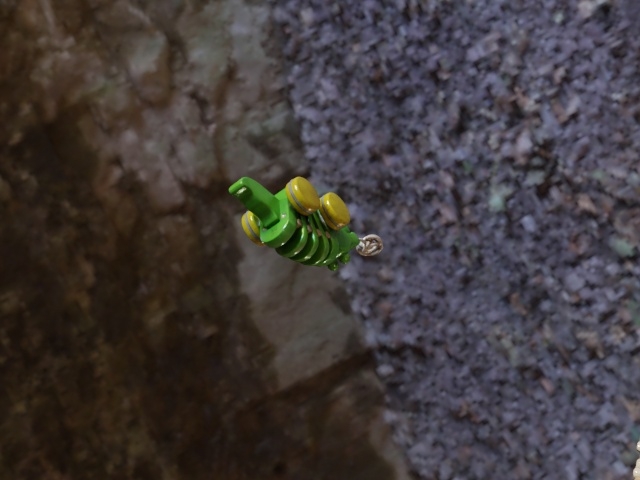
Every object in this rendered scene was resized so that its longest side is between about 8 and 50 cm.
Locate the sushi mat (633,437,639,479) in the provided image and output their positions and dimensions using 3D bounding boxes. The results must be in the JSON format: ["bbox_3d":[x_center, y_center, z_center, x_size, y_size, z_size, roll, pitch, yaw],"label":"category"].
[{"bbox_3d":[0.302,0.160,0.528,0.317,0.151,0.019,7,134,14],"label":"sushi mat"}]

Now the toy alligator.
[{"bbox_3d":[0.000,0.000,0.879,0.190,0.056,0.051,25,-140,-50],"label":"toy alligator"}]
